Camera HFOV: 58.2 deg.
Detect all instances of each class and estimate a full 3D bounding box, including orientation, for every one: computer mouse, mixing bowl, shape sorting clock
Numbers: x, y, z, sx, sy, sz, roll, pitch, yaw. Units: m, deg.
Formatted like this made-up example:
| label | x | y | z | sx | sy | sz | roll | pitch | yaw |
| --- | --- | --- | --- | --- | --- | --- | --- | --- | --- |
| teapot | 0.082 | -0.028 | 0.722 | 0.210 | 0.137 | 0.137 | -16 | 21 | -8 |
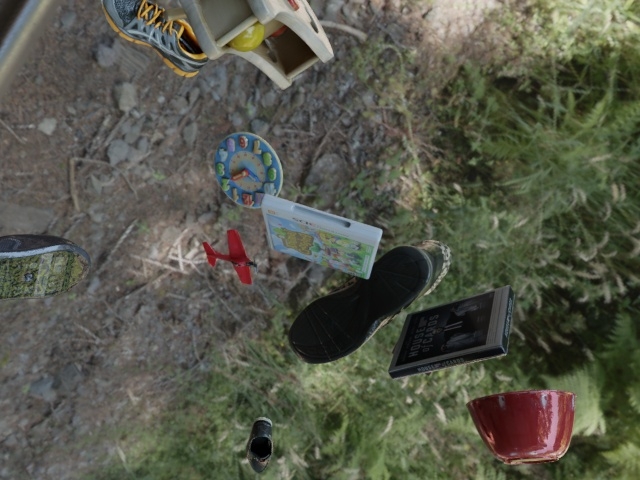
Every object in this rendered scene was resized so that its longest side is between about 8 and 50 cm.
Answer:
| label | x | y | z | sx | sy | sz | roll | pitch | yaw |
| --- | --- | --- | --- | --- | --- | --- | --- | --- | --- |
| computer mouse | -0.530 | 0.036 | 0.971 | 0.272 | 0.072 | 0.189 | 0 | 125 | -48 |
| mixing bowl | 0.340 | 0.314 | 0.952 | 0.181 | 0.098 | 0.181 | -2 | 153 | -1 |
| shape sorting clock | -0.192 | -0.180 | 1.496 | 0.040 | 0.206 | 0.206 | -48 | 165 | -52 |

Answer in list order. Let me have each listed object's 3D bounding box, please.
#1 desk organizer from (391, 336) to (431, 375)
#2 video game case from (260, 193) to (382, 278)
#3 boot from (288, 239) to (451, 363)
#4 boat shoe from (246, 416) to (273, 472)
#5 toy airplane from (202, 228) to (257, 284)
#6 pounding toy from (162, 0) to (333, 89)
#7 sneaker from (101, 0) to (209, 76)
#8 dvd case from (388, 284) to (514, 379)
| label | x | y | z | sx | sy | sz | roll | pitch | yaw |
| --- | --- | --- | --- | --- | --- | --- | --- | --- | --- |
| desk organizer | 0.277 | 0.336 | 1.671 | 0.050 | 0.130 | 0.047 | -64 | 161 | 11 |
| video game case | 0.000 | 0.000 | 0.971 | 0.212 | 0.193 | 0.023 | 90 | 19 | -70 |
| boot | 0.125 | 0.127 | 1.294 | 0.377 | 0.138 | 0.284 | -43 | 168 | 24 |
| boat shoe | -0.111 | 0.380 | 1.042 | 0.048 | 0.042 | 0.133 | 5 | 124 | -6 |
| toy airplane | -0.194 | 0.035 | 1.216 | 0.028 | 0.151 | 0.151 | -47 | 159 | -40 |
| pounding toy | -0.091 | -0.240 | 0.669 | 0.154 | 0.154 | 0.269 | -28 | -167 | 20 |
| sneaker | -0.286 | -0.383 | 1.029 | 0.214 | 0.083 | 0.084 | 29 | 66 | -39 |
| dvd case | 0.256 | 0.180 | 1.125 | 0.238 | 0.030 | 0.179 | -22 | -158 | 33 |
